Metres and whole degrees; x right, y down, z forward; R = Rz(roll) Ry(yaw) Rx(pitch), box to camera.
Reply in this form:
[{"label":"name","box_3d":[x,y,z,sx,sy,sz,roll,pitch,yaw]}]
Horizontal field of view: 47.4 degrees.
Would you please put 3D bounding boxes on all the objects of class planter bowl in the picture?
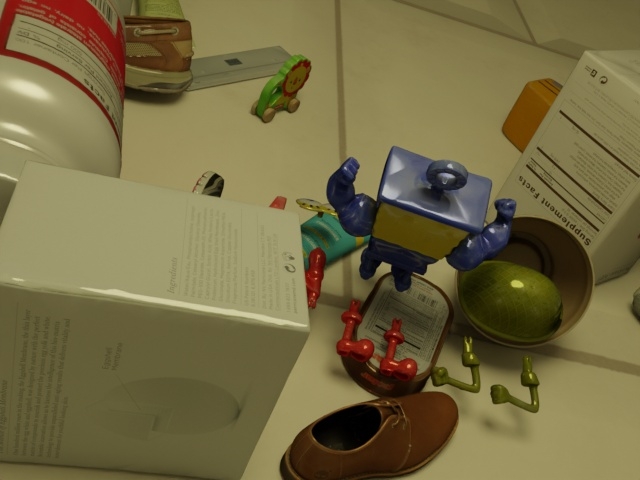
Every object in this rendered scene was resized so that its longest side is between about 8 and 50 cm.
[{"label":"planter bowl","box_3d":[0.250,0.042,0.919,0.162,0.162,0.109,27,11,4]}]

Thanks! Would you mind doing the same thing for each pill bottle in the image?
[{"label":"pill bottle","box_3d":[-0.323,-0.131,0.756,0.229,0.229,0.407,7,41,-19]}]

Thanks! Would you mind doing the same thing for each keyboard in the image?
[{"label":"keyboard","box_3d":[-0.138,-0.287,1.200,0.072,0.014,0.256,40,41,27]}]

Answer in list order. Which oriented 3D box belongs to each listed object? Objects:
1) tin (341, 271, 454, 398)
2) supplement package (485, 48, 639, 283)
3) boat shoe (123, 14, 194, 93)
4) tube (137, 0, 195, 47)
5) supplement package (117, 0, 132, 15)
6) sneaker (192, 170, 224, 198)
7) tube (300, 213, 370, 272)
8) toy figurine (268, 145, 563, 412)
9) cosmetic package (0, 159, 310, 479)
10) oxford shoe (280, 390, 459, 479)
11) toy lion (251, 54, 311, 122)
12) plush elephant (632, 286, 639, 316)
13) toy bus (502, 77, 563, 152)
[{"label":"tin","box_3d":[0.092,0.103,0.848,0.106,0.040,0.189,25,39,8]},{"label":"supplement package","box_3d":[0.402,-0.095,1.020,0.178,0.293,0.175,-12,50,-36]},{"label":"boat shoe","box_3d":[-0.331,-0.288,1.001,0.325,0.116,0.123,4,25,-27]},{"label":"tube","box_3d":[-0.275,-0.402,1.232,0.070,0.062,0.240,-26,53,9]},{"label":"supplement package","box_3d":[-0.386,-0.364,1.088,0.179,0.105,0.105,-12,50,-35]},{"label":"sneaker","box_3d":[-0.124,-0.010,0.851,0.075,0.063,0.170,14,45,-10]},{"label":"tube","box_3d":[0.000,0.000,0.915,0.080,0.052,0.207,46,39,10]},{"label":"toy figurine","box_3d":[0.118,0.013,0.735,0.363,0.217,0.191,20,54,-1]},{"label":"cosmetic package","box_3d":[-0.151,0.077,0.606,0.225,0.224,0.138,10,41,-17]},{"label":"oxford shoe","box_3d":[0.066,0.184,0.711,0.212,0.076,0.076,-10,48,-37]},{"label":"toy lion","box_3d":[-0.054,-0.237,1.115,0.034,0.096,0.100,38,42,18]},{"label":"plush elephant","box_3d":[0.665,0.052,1.012,0.330,0.255,0.272,-21,56,-41]},{"label":"toy bus","box_3d":[0.470,-0.143,1.259,0.130,0.108,0.332,-17,53,-41]}]
